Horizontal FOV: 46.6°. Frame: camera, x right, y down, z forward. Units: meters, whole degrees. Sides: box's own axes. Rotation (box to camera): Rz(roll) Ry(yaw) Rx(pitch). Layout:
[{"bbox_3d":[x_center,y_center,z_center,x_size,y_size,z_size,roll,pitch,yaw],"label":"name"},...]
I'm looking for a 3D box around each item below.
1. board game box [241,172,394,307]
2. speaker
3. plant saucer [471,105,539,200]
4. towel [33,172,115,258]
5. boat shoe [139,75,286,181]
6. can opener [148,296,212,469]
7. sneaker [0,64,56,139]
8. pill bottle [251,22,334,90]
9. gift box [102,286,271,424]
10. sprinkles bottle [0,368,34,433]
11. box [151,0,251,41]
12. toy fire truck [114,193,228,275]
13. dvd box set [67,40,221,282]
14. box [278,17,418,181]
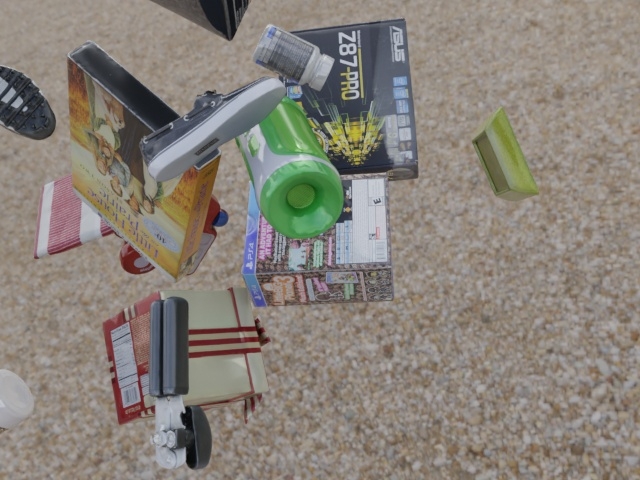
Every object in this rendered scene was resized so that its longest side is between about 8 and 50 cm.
[{"bbox_3d":[0.000,0.000,1.520,0.291,0.141,0.232,-2,56,6],"label":"board game box"},{"bbox_3d":[-0.055,-0.124,1.131,0.131,0.131,0.296,-21,35,-2],"label":"speaker"},{"bbox_3d":[0.369,-0.165,1.529,0.045,0.188,0.188,-23,-2,0],"label":"plant saucer"},{"bbox_3d":[-0.489,-0.092,1.682,0.329,0.037,0.237,-19,47,7],"label":"towel"},{"bbox_3d":[-0.159,-0.174,1.056,0.228,0.080,0.076,-35,78,8],"label":"boat shoe"},{"bbox_3d":[-0.238,0.234,1.221,0.074,0.093,0.280,-15,76,38],"label":"can opener"},{"bbox_3d":[-0.466,-0.211,1.090,0.234,0.106,0.078,33,78,14],"label":"sneaker"},{"bbox_3d":[-0.049,-0.332,1.357,0.137,0.078,0.078,25,40,-7],"label":"pill bottle"},{"bbox_3d":[-0.268,0.256,1.523,0.255,0.276,0.258,-22,-16,41],"label":"gift box"},{"bbox_3d":[-0.786,0.418,1.579,0.355,0.121,0.121,-35,35,6],"label":"sprinkles bottle"},{"bbox_3d":[-0.164,-0.532,1.193,0.183,0.296,0.294,25,83,-1],"label":"box"},{"bbox_3d":[-0.377,-0.039,1.902,0.254,0.302,0.169,11,37,-37],"label":"toy fire truck"},{"bbox_3d":[-0.340,-0.123,1.376,0.308,0.420,0.062,41,58,8],"label":"dvd box set"},{"bbox_3d":[0.061,-0.323,1.762,0.318,0.097,0.394,-3,70,6],"label":"box"}]
